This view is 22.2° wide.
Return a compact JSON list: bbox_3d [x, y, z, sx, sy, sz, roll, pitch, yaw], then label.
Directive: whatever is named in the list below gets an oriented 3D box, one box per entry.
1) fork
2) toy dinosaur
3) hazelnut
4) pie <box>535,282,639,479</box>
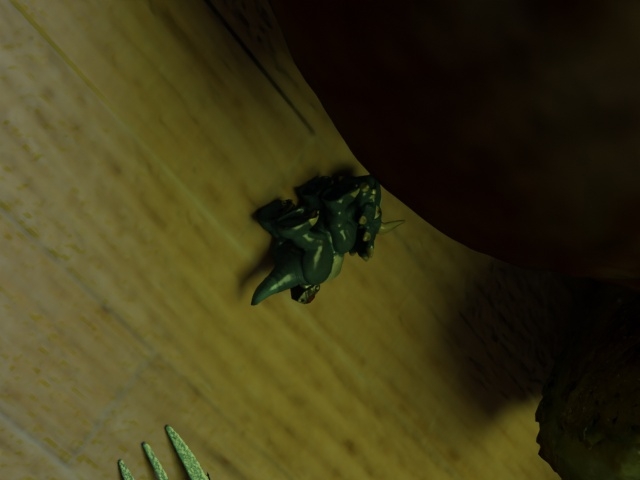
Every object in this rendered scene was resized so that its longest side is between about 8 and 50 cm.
[{"bbox_3d":[-0.046,0.189,0.786,0.039,0.021,0.235,-33,125,-26],"label":"fork"},{"bbox_3d":[0.000,0.000,0.749,0.083,0.030,0.047,-33,123,-29],"label":"toy dinosaur"},{"bbox_3d":[0.129,-0.170,0.595,0.359,0.359,0.409,-24,111,-35],"label":"hazelnut"},{"bbox_3d":[0.233,0.015,0.783,0.103,0.355,0.288,47,48,-15],"label":"pie"}]
